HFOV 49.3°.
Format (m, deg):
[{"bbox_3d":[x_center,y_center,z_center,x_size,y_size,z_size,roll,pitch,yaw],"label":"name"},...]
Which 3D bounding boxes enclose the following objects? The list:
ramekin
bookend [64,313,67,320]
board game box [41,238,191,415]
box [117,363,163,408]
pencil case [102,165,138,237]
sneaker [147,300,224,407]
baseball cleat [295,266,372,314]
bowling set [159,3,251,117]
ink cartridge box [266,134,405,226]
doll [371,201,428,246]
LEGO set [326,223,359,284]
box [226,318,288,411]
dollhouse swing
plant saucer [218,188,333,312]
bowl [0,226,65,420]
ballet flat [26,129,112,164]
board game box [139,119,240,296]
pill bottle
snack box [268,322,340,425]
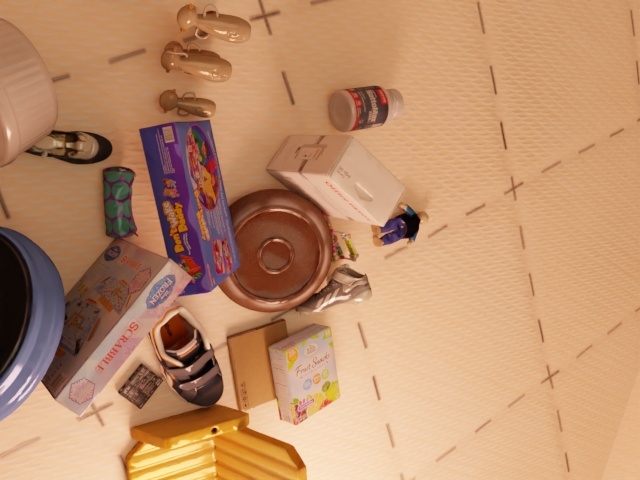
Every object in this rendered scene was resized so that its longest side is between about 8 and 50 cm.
[{"bbox_3d":[-0.593,-0.277,1.258,0.127,0.273,0.273,-38,117,-37],"label":"ramekin"},{"bbox_3d":[-0.614,0.132,1.393,0.157,0.072,0.156,-36,76,14],"label":"bookend"},{"bbox_3d":[-0.436,0.151,1.384,0.066,0.318,0.318,46,73,-31],"label":"board game box"},{"bbox_3d":[-0.414,0.336,1.605,0.067,0.018,0.083,46,72,-29],"label":"box"},{"bbox_3d":[-0.431,-0.082,1.503,0.070,0.064,0.152,-2,99,-15],"label":"pencil case"},{"bbox_3d":[-0.306,0.273,1.604,0.126,0.127,0.321,-39,118,-24],"label":"sneaker"},{"bbox_3d":[0.026,0.125,1.784,0.205,0.072,0.109,-13,109,9],"label":"baseball cleat"},{"bbox_3d":[-0.279,-0.424,1.516,0.154,0.200,0.287,7,136,-29],"label":"bowling set"},{"bbox_3d":[0.035,-0.147,1.666,0.207,0.283,0.117,40,76,-31],"label":"ink cartridge box"},{"bbox_3d":[0.230,-0.044,1.952,0.189,0.046,0.129,-18,108,-30],"label":"doll"},{"bbox_3d":[0.000,0.000,1.771,0.287,0.107,0.132,44,73,-30],"label":"LEGO set"},{"bbox_3d":[-0.147,0.317,1.775,0.164,0.021,0.201,-15,105,-31],"label":"box"},{"bbox_3d":[-0.236,0.604,1.593,0.315,0.305,0.347,-9,103,-32],"label":"dollhouse swing"},{"bbox_3d":[-0.112,0.031,1.684,0.310,0.050,0.311,-3,102,-15],"label":"plant saucer"},{"bbox_3d":[-0.644,0.146,1.220,0.391,0.391,0.077,-58,158,-12],"label":"bowl"},{"bbox_3d":[-0.520,-0.193,1.425,0.203,0.074,0.074,4,95,-34],"label":"ballet flat"},{"bbox_3d":[-0.271,-0.079,1.495,0.078,0.233,0.347,-9,99,10],"label":"board game box"},{"bbox_3d":[0.122,-0.344,1.800,0.180,0.108,0.108,-15,105,-31],"label":"pill bottle"},{"bbox_3d":[-0.039,0.342,1.800,0.174,0.070,0.207,-22,109,-44],"label":"snack box"}]
